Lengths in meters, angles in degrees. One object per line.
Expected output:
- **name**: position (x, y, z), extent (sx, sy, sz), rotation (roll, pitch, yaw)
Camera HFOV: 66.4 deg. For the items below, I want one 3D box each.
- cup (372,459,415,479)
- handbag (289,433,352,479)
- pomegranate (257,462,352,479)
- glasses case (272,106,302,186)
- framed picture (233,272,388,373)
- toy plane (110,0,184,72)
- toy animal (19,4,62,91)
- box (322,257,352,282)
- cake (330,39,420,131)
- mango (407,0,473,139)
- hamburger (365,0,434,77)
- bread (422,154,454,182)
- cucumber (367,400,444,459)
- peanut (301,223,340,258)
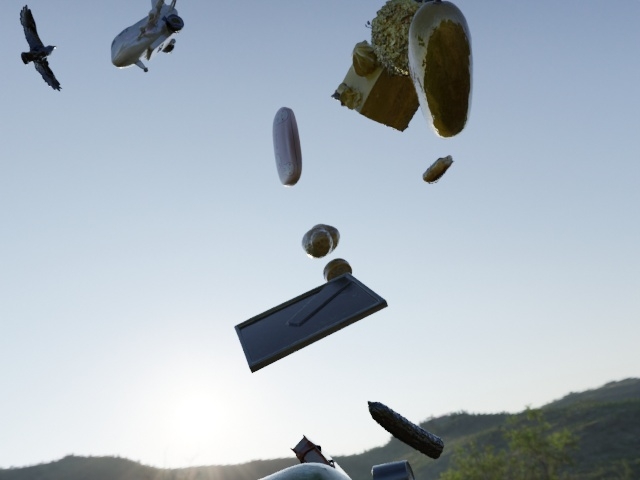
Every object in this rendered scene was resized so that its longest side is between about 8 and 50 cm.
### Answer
- **cup**: position (0.162, 0.529, 1.053), extent (0.077, 0.100, 0.078), rotation (-21, -55, 13)
- **handbag**: position (0.005, 0.539, 1.170), extent (0.063, 0.127, 0.190), rotation (-44, -30, -14)
- **pomegranate**: position (-0.009, 0.305, 0.473), extent (0.179, 0.180, 0.210), rotation (-18, -17, 1)
- **glasses case**: position (-0.120, -0.336, 1.747), extent (0.075, 0.297, 0.113), rotation (3, -21, -30)
- **framed picture**: position (-0.030, 0.157, 1.009), extent (0.289, 0.213, 0.016), rotation (-24, -72, -12)
- **toy plane**: position (-0.385, -0.465, 1.107), extent (0.101, 0.255, 0.251), rotation (32, -35, -19)
- **toy animal**: position (-0.730, -0.488, 1.272), extent (0.062, 0.108, 0.220), rotation (-9, -50, -5)
- **box**: position (0.061, 0.114, 1.730), extent (0.105, 0.037, 0.106), rotation (-13, -56, -20)
- **cake**: position (0.194, -0.547, 1.704), extent (0.286, 0.222, 0.228), rotation (14, -62, -27)
- **mango**: position (0.286, -0.383, 1.137), extent (0.142, 0.195, 0.332), rotation (-14, -62, 8)
- **hamburger**: position (0.239, -0.601, 1.434), extent (0.138, 0.243, 0.261), rotation (-22, 12, -38)
- **bread**: position (0.370, -0.220, 1.543), extent (0.072, 0.053, 0.106), rotation (-19, -21, -34)
- **cucumber**: position (0.250, 0.572, 1.483), extent (0.300, 0.072, 0.072), rotation (35, -50, -15)
- **peanut**: position (0.000, 0.000, 1.781), extent (0.137, 0.122, 0.253), rotation (-40, -2, 15)
